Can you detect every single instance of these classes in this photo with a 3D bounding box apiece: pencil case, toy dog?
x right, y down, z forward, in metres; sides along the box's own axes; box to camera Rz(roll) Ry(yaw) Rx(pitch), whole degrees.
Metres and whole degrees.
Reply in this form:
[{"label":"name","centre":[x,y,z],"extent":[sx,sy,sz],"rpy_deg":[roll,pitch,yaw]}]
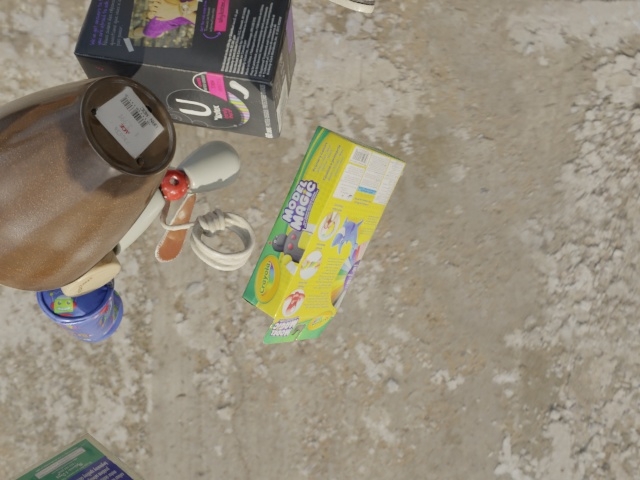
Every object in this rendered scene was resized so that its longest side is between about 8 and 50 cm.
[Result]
[{"label":"pencil case","centre":[-0.419,0.103,1.356],"extent":[0.119,0.306,0.133],"rpy_deg":[16,74,-7]},{"label":"toy dog","centre":[-0.274,-0.030,1.093],"extent":[0.161,0.333,0.220],"rpy_deg":[-39,60,58]}]

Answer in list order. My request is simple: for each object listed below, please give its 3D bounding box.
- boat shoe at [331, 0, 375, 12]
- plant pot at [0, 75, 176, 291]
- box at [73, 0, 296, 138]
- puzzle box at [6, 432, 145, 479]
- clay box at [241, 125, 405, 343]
[{"label":"boat shoe","centre":[-0.002,-0.413,1.156],"extent":[0.206,0.075,0.065],"rpy_deg":[28,120,12]},{"label":"plant pot","centre":[-0.263,-0.079,0.814],"extent":[0.230,0.215,0.215],"rpy_deg":[-23,90,41]},{"label":"box","centre":[-0.180,-0.258,1.078],"extent":[0.270,0.165,0.143],"rpy_deg":[10,71,4]},{"label":"puzzle box","centre":[-0.335,0.408,0.884],"extent":[0.272,0.409,0.052],"rpy_deg":[31,119,22]},{"label":"clay box","centre":[0.000,0.000,0.801],"extent":[0.053,0.127,0.222],"rpy_deg":[31,102,28]}]
